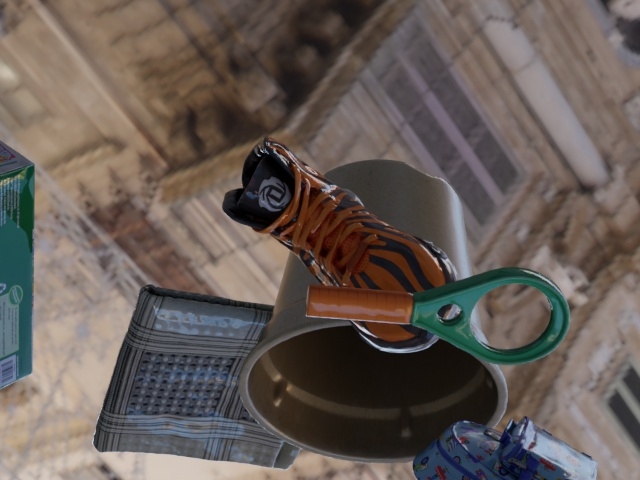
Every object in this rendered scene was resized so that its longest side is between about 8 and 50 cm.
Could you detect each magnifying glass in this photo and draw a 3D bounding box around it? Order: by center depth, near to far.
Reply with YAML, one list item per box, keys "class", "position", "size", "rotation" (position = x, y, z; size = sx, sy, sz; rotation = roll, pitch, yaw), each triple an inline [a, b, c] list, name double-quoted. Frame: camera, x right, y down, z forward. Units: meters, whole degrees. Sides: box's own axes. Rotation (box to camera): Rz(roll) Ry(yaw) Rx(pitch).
- class: "magnifying glass"
  position: [0.103, 0.062, 1.201]
  size: [0.231, 0.092, 0.026]
  rotation: [6, -153, -4]

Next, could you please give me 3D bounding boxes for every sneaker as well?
- class: "sneaker"
  position: [0.000, 0.000, 1.407]
  size: [0.124, 0.180, 0.321]
  rotation: [-57, -143, 2]

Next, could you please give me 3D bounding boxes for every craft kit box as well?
- class: "craft kit box"
  position: [-0.378, -0.014, 1.375]
  size: [0.247, 0.249, 0.061]
  rotation: [30, -142, 31]

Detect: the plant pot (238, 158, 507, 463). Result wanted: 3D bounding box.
- class: "plant pot"
  position: [0.076, 0.077, 1.797]
  size: [0.334, 0.334, 0.305]
  rotation: [-20, -135, 29]

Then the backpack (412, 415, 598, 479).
- class: "backpack"
  position: [0.193, 0.251, 1.471]
  size: [0.116, 0.173, 0.158]
  rotation: [-61, 166, 15]

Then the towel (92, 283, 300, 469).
- class: "towel"
  position: [-0.138, 0.211, 1.973]
  size: [0.056, 0.324, 0.312]
  rotation: [-108, -146, -51]
